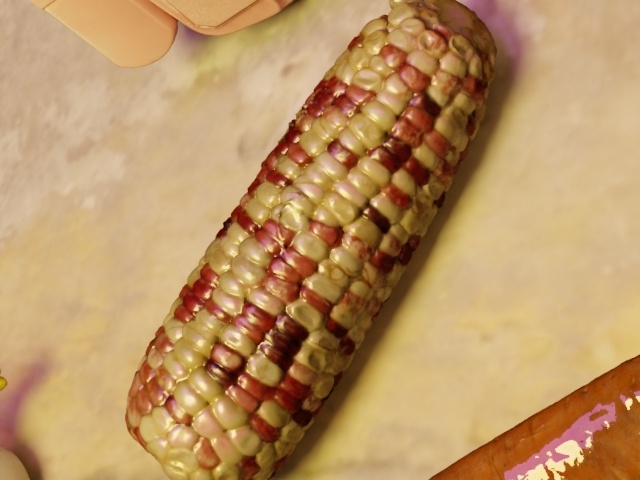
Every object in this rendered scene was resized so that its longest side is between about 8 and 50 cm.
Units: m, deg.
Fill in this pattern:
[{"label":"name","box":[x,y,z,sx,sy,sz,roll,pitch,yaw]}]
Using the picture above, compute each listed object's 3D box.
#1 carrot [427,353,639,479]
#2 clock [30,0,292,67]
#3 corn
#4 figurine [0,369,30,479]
[{"label":"carrot","box":[0.125,0.072,0.781,0.209,0.061,0.061,-37,50,19]},{"label":"clock","box":[-0.051,-0.235,1.033,0.227,0.142,0.241,-31,43,28]},{"label":"corn","box":[0.000,0.000,0.902,0.086,0.086,0.253,34,92,45]},{"label":"figurine","box":[-0.222,0.137,0.983,0.109,0.178,0.130,-4,96,47]}]
